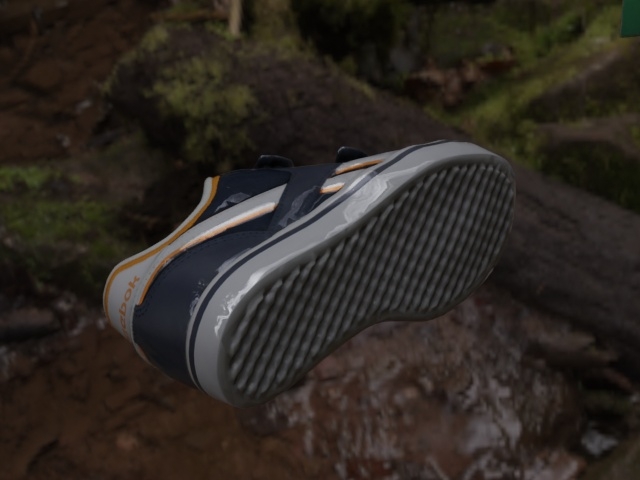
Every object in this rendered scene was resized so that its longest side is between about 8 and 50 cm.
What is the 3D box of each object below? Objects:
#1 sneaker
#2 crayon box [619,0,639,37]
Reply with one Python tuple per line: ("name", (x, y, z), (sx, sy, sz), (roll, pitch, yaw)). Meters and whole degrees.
("sneaker", (0.000, 0.000, 0.917), (0.127, 0.126, 0.321), (19, 27, 36))
("crayon box", (0.313, -0.236, 0.802), (0.323, 0.083, 0.203), (-1, 77, 37))
